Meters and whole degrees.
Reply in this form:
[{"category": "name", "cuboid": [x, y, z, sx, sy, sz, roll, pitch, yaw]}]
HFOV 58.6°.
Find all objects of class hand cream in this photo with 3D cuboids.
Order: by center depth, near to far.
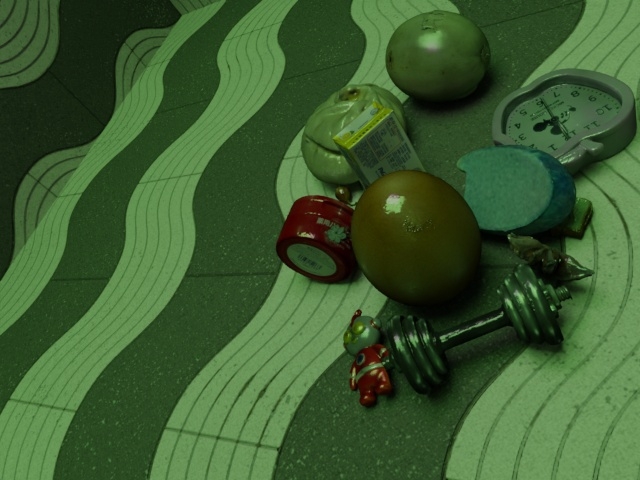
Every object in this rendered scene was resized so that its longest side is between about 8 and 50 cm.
[{"category": "hand cream", "cuboid": [0.000, 0.000, 1.539, 0.230, 0.230, 0.149, 0, 54, 36]}]

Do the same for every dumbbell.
[{"category": "dumbbell", "cuboid": [0.314, 0.184, 1.179, 0.406, 0.179, 0.179, -25, 43, 14]}]

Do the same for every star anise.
[{"category": "star anise", "cuboid": [0.468, 0.040, 1.194, 0.065, 0.195, 0.182, -59, 7, 6]}]

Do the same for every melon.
[{"category": "melon", "cuboid": [0.362, -0.563, 1.748, 0.330, 0.268, 0.268, 19, 66, 36]}]

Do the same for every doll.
[{"category": "doll", "cuboid": [0.107, 0.260, 1.337, 0.142, 0.076, 0.245, -42, 41, 30]}]

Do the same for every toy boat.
[{"category": "toy boat", "cuboid": [0.460, -0.116, 1.356, 0.330, 0.123, 0.215, 6, 91, 59]}]

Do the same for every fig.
[{"category": "fig", "cuboid": [0.078, -0.133, 1.740, 0.050, 0.050, 0.083, -42, 62, -3]}]

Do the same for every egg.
[{"category": "egg", "cuboid": [0.214, -0.003, 1.285, 0.283, 0.351, 0.282, -14, 49, 17]}]

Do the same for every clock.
[{"category": "clock", "cuboid": [0.609, -0.286, 1.446, 0.339, 0.102, 0.338, -19, 46, 21]}]

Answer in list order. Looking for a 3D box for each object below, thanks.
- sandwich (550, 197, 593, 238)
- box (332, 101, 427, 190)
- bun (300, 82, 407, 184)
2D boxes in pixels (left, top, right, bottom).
[{"category": "sandwich", "cuboid": [0.573, -0.056, 1.314, 0.093, 0.035, 0.105, 17, 64, 45]}, {"category": "box", "cuboid": [0.172, -0.226, 1.583, 0.168, 0.265, 0.097, -44, 38, -5]}, {"category": "bun", "cuboid": [0.090, -0.349, 1.774, 0.365, 0.219, 0.365, -22, 37, 17]}]
